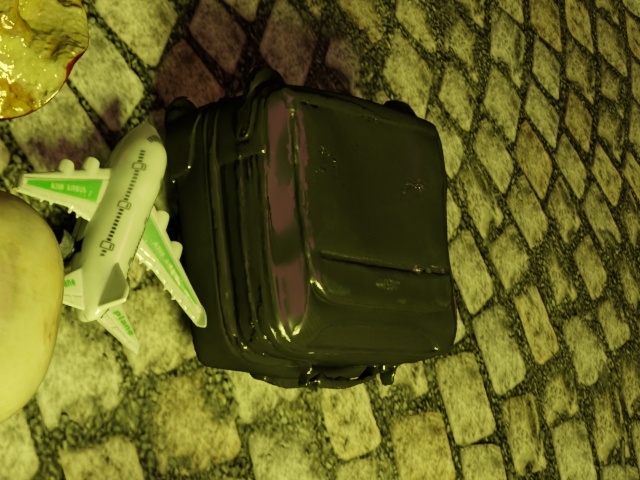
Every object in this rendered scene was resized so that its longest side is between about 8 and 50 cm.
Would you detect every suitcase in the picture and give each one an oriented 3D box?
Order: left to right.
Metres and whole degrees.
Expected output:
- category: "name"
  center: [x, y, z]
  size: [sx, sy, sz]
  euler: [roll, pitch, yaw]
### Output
- category: "suitcase"
  center: [0.000, 0.000, 1.529]
  size: [0.345, 0.188, 0.339]
  euler: [8, 73, -52]

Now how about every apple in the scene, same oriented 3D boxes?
- category: "apple"
  center: [-0.308, -0.201, 1.276]
  size: [0.158, 0.147, 0.156]
  euler: [40, 78, -25]

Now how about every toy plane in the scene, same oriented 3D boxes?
- category: "toy plane"
  center: [-0.208, -0.016, 1.364]
  size: [0.251, 0.101, 0.255]
  euler: [40, 41, -34]

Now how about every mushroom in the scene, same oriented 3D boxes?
- category: "mushroom"
  center: [-0.310, 0.066, 1.141]
  size: [0.206, 0.209, 0.206]
  euler: [162, -90, -84]
